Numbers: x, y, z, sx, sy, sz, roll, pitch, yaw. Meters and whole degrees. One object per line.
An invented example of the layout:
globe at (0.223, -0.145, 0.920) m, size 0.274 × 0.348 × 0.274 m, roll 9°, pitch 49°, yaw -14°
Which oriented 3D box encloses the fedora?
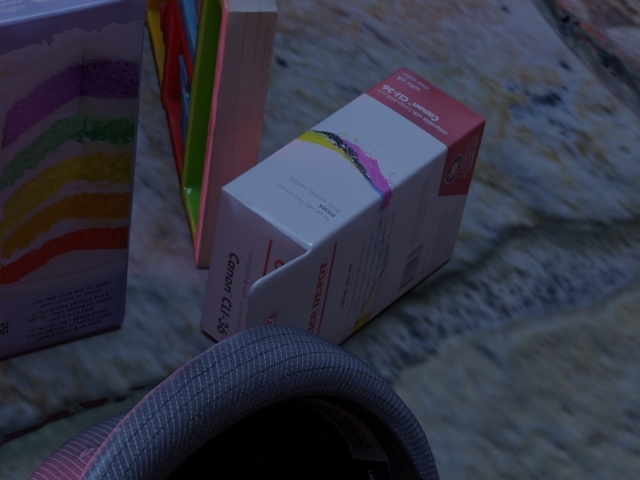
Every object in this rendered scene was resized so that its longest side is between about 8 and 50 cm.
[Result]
fedora at (-0.066, 0.159, 0.832) m, size 0.124 × 0.244 × 0.275 m, roll 5°, pitch 36°, yaw 40°

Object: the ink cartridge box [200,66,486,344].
ink cartridge box at (0.000, 0.000, 1.051) m, size 0.067 × 0.115 × 0.198 m, roll 35°, pitch 48°, yaw 23°

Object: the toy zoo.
toy zoo at (-0.075, -0.153, 1.143) m, size 0.030 × 0.192 × 0.293 m, roll -2°, pitch 44°, yaw -13°

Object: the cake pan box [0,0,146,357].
cake pan box at (-0.224, -0.025, 0.944) m, size 0.266 × 0.246 × 0.070 m, roll -14°, pitch 48°, yaw -24°
